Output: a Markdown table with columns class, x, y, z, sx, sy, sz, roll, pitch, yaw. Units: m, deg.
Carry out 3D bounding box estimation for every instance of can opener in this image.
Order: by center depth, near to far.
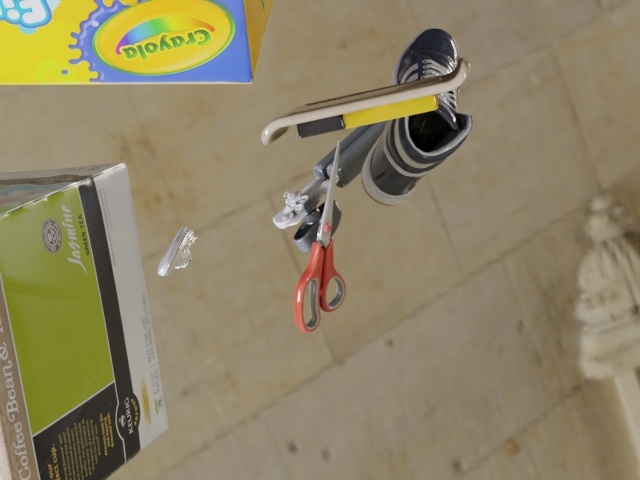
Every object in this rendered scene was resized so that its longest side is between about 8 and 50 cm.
| class | x | y | z | sx | sy | sz | roll | pitch | yaw |
| --- | --- | --- | --- | --- | --- | --- | --- | --- | --- |
| can opener | 0.032 | -0.099 | 2.257 | 0.280 | 0.093 | 0.074 | -48 | -152 | -23 |

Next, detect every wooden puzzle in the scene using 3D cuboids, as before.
| class | x | y | z | sx | sy | sz | roll | pitch | yaw |
| --- | --- | --- | --- | --- | --- | --- | --- | --- | --- |
| wooden puzzle | 0.058 | -0.152 | 1.610 | 0.239 | 0.044 | 0.221 | -16 | -173 | 7 |

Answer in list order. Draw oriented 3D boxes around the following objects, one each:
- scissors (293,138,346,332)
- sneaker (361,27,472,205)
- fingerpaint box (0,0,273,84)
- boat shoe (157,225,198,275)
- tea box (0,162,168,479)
| class | x | y | z | sx | sy | sz | roll | pitch | yaw |
| --- | --- | --- | --- | --- | --- | --- | --- | --- | --- |
| scissors | 0.000 | 0.000 | 2.098 | 0.021 | 0.297 | 0.109 | 26 | -140 | 36 |
| sneaker | 0.147 | -0.189 | 1.863 | 0.153 | 0.099 | 0.282 | -47 | -161 | 60 |
| fingerpaint box | -0.279 | -0.318 | 1.167 | 0.445 | 0.371 | 0.163 | 1 | -139 | 6 |
| boat shoe | -0.191 | 0.020 | 1.935 | 0.035 | 0.035 | 0.100 | -49 | -169 | 34 |
| tea box | -0.350 | 0.111 | 1.539 | 0.220 | 0.329 | 0.323 | -3 | -167 | 22 |
